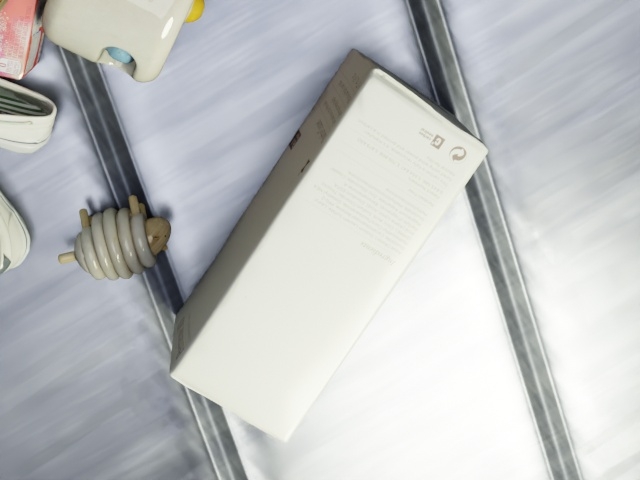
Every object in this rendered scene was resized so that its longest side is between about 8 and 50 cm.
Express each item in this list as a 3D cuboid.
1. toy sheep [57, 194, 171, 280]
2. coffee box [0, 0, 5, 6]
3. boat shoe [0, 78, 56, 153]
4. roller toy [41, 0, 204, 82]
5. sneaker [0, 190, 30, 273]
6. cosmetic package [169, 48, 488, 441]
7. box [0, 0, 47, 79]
[{"bbox_3d":[-0.230,0.003,1.639,0.132,0.091,0.091,-16,104,6],"label":"toy sheep"},{"bbox_3d":[-0.294,-0.323,1.390,0.098,0.141,0.246,36,99,-12],"label":"coffee box"},{"bbox_3d":[-0.393,-0.161,1.571,0.226,0.083,0.076,12,147,-23],"label":"boat shoe"},{"bbox_3d":[-0.188,-0.270,1.518,0.146,0.209,0.191,25,126,-9],"label":"roller toy"},{"bbox_3d":[-0.413,-0.071,1.603,0.094,0.091,0.258,-40,101,7],"label":"sneaker"},{"bbox_3d":[0.000,0.000,1.585,0.156,0.217,0.385,34,98,-11],"label":"cosmetic package"},{"bbox_3d":[-0.340,-0.310,1.530,0.122,0.128,0.257,12,104,-6],"label":"box"}]
